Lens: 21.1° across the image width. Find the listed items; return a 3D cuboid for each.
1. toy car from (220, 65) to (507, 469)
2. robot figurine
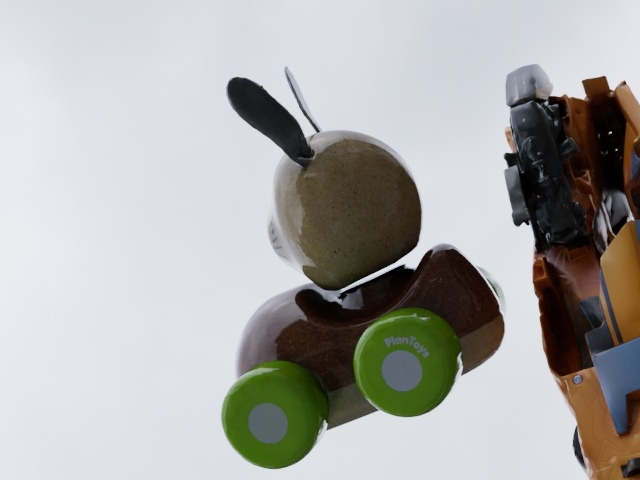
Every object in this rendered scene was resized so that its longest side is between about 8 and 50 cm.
[{"bbox_3d":[0.000,0.000,0.902,0.188,0.149,0.155,66,-162,-2],"label":"toy car"},{"bbox_3d":[0.166,0.039,0.913,0.085,0.291,0.211,-19,-39,15],"label":"robot figurine"}]
